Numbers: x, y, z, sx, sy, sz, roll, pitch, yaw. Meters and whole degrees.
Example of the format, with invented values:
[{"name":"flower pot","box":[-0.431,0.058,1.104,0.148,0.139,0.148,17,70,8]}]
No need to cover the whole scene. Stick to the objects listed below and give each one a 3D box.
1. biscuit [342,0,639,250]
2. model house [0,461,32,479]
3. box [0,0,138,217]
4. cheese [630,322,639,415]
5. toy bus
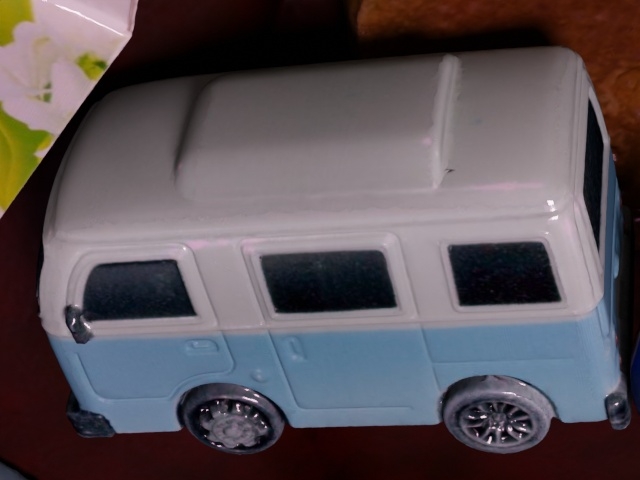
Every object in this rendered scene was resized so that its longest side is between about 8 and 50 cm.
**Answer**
[{"name":"biscuit","box":[0.154,-0.102,0.735,0.273,0.049,0.257,32,126,-33]},{"name":"model house","box":[-0.298,0.269,0.830,0.295,0.329,0.251,34,117,-29]},{"name":"box","box":[-0.224,-0.109,0.624,0.260,0.111,0.194,21,139,-21]},{"name":"cheese","box":[0.246,0.057,0.787,0.329,0.129,0.217,16,92,-55]},{"name":"toy bus","box":[0.000,0.000,0.719,0.271,0.133,0.165,-4,136,16]}]
